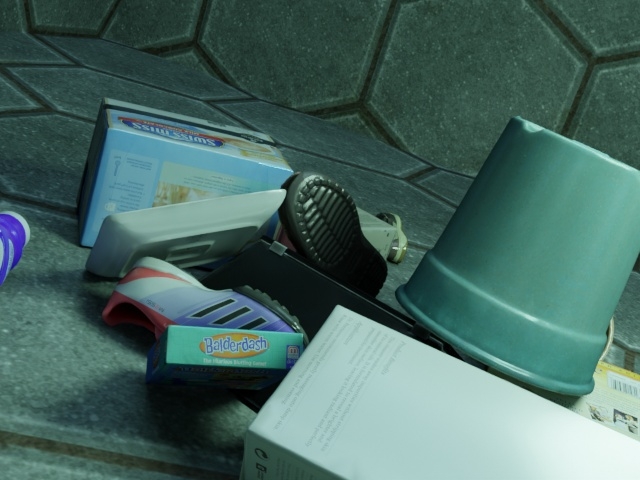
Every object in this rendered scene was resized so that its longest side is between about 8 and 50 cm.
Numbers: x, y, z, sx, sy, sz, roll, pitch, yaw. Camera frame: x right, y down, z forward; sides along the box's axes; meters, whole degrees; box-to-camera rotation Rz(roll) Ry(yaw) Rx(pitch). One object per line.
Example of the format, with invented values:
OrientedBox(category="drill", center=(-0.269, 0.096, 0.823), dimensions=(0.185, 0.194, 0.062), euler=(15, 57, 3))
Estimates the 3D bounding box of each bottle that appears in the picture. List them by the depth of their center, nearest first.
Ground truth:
OrientedBox(category="bottle", center=(-0.483, 0.026, 1.202), dimensions=(0.092, 0.118, 0.283), euler=(15, 16, -2))

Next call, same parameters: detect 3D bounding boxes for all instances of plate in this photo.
OrientedBox(category="plate", center=(-0.215, 0.000, 1.367), dimensions=(0.277, 0.045, 0.278), euler=(-10, -14, -24))

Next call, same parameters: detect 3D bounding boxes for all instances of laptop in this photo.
OrientedBox(category="laptop", center=(0.002, 0.182, 1.393), dimensions=(0.382, 0.236, 0.408), euler=(30, -8, 32))

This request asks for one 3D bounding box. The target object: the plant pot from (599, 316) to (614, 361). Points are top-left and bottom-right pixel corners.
OrientedBox(category="plant pot", center=(0.416, 0.165, 1.632), dimensions=(0.237, 0.237, 0.110), euler=(20, -24, 7))

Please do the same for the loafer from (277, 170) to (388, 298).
OrientedBox(category="loafer", center=(0.000, 0.000, 1.572), dimensions=(0.130, 0.134, 0.366), euler=(23, -22, 35))

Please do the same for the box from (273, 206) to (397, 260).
OrientedBox(category="box", center=(0.018, -0.014, 1.841), dimensions=(0.232, 0.127, 0.148), euler=(30, 20, 36))

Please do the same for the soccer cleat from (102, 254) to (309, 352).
OrientedBox(category="soccer cleat", center=(-0.165, 0.118, 1.230), dimensions=(0.318, 0.108, 0.116), euler=(18, 52, 27))

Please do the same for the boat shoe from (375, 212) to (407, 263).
OrientedBox(category="boat shoe", center=(0.151, -0.018, 2.077), dimensions=(0.073, 0.080, 0.223), euler=(19, 20, -16))

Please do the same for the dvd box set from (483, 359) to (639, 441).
OrientedBox(category="dvd box set", center=(0.388, 0.283, 1.331), dimensions=(0.307, 0.062, 0.420), euler=(20, 22, 9))

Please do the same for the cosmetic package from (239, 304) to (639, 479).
OrientedBox(category="cosmetic package", center=(0.131, 0.254, 0.935), dimensions=(0.385, 0.156, 0.217), euler=(26, 47, 17))

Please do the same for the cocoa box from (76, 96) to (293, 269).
OrientedBox(category="cocoa box", center=(-0.261, -0.100, 1.634), dimensions=(0.347, 0.231, 0.228), euler=(11, 19, -21))

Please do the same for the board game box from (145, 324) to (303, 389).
OrientedBox(category="board game box", center=(-0.126, 0.149, 1.081), dimensions=(0.160, 0.047, 0.210), euler=(6, -17, -17))

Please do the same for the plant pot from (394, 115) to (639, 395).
OrientedBox(category="plant pot", center=(0.341, 0.009, 1.345), dimensions=(0.341, 0.334, 0.341), euler=(24, 12, -5))
